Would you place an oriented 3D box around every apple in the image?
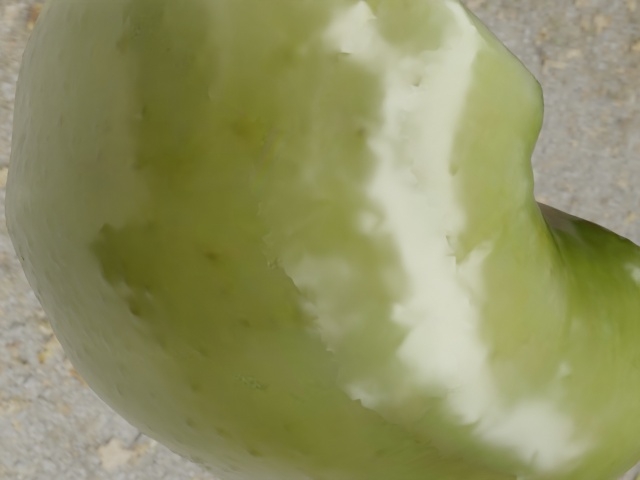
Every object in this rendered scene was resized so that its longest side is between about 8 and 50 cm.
[{"bbox_3d":[0.000,0.000,0.692,0.312,0.360,0.320,-10,97,-39],"label":"apple"}]
